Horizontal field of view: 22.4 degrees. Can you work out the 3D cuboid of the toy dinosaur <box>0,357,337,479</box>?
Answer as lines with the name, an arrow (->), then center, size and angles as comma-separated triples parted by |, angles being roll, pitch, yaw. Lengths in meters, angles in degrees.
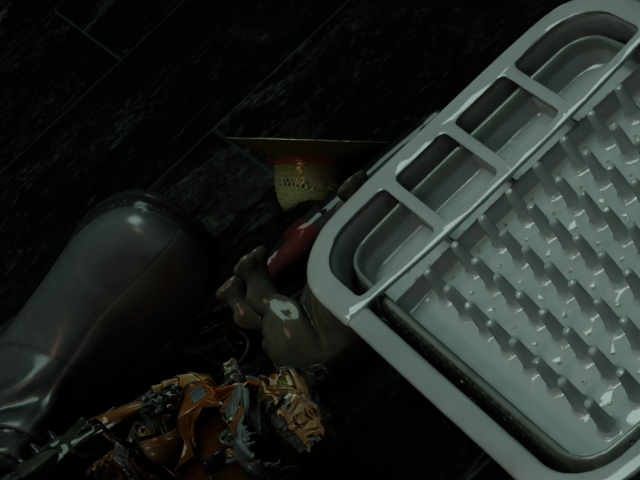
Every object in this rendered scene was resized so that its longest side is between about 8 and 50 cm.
toy dinosaur -> -0.096, 0.161, 1.074 | 0.218, 0.164, 0.322 | -38, -14, -25

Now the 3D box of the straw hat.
straw hat -> -0.009, -0.052, 1.303 | 0.144, 0.144, 0.061 | 6, 96, 54

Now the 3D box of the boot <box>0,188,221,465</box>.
boot -> -0.206, 0.123, 1.208 | 0.338, 0.118, 0.223 | -46, 13, 42

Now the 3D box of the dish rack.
dish rack -> 0.168, 0.003, 0.969 | 0.285, 0.072, 0.333 | -43, 36, -5

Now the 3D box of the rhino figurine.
rhino figurine -> 0.047, 0.008, 1.128 | 0.243, 0.106, 0.073 | -36, -10, 7

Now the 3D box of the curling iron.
curling iron -> 0.000, 0.000, 1.254 | 0.274, 0.035, 0.068 | -43, 33, -2
